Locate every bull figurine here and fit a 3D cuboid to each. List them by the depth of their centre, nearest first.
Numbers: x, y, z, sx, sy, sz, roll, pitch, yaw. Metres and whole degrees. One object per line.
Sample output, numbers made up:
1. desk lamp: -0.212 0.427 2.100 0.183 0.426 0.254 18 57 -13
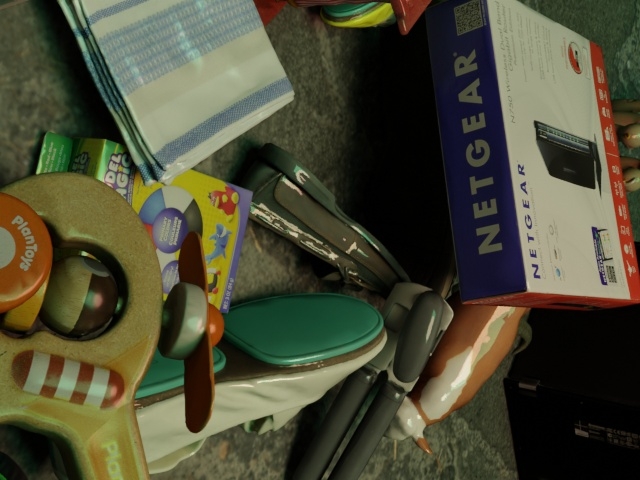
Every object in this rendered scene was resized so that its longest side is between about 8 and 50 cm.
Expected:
1. bull figurine: 0.172 0.134 1.205 0.310 0.101 0.188 -51 177 -2

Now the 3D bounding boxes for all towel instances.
1. towel: -0.137 -0.214 0.851 0.209 0.034 0.285 -38 112 -42

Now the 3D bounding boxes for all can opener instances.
1. can opener: 0.055 0.175 1.075 0.283 0.076 0.095 -61 170 7

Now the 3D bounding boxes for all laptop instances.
1. laptop: 0.513 0.240 1.481 0.236 0.382 0.408 -35 121 -41

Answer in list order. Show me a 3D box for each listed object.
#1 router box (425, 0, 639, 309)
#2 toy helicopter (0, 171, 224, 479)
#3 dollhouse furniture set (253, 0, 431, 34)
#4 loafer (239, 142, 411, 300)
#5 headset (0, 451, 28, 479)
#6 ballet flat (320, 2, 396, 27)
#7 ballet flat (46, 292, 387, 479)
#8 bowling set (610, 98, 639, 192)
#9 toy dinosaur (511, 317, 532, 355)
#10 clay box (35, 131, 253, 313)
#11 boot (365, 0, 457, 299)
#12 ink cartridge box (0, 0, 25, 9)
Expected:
1. router box: 0.254 -0.089 1.112 0.301 0.082 0.336 6 74 -50
2. toy helicopter: -0.159 0.119 0.726 0.235 0.140 0.355 -13 84 -35
3. dollhouse furniture set: -0.021 -0.387 0.874 0.152 0.201 0.374 -51 132 -32
4. loafer: 0.000 0.000 1.068 0.084 0.096 0.267 -50 127 -6
5. headset: -0.316 0.235 0.631 0.394 0.185 0.243 48 59 -56
6. ballet flat: 0.078 -0.297 1.116 0.231 0.077 0.077 -55 150 -32
7. ballet flat: -0.098 0.144 0.946 0.400 0.139 0.139 -10 104 -45
8. bowling set: 0.514 -0.129 1.602 0.287 0.154 0.200 -27 116 -45
9. toy dinosaur: 0.276 0.046 1.391 0.160 0.121 0.314 -34 147 -44
10. clay box: -0.163 -0.012 0.879 0.222 0.053 0.128 17 82 -51
11. boot: 0.193 -0.101 1.240 0.284 0.138 0.378 0 91 -51
12. ink cartridge box: -0.193 -0.403 0.659 0.285 0.166 0.395 -44 120 -39
